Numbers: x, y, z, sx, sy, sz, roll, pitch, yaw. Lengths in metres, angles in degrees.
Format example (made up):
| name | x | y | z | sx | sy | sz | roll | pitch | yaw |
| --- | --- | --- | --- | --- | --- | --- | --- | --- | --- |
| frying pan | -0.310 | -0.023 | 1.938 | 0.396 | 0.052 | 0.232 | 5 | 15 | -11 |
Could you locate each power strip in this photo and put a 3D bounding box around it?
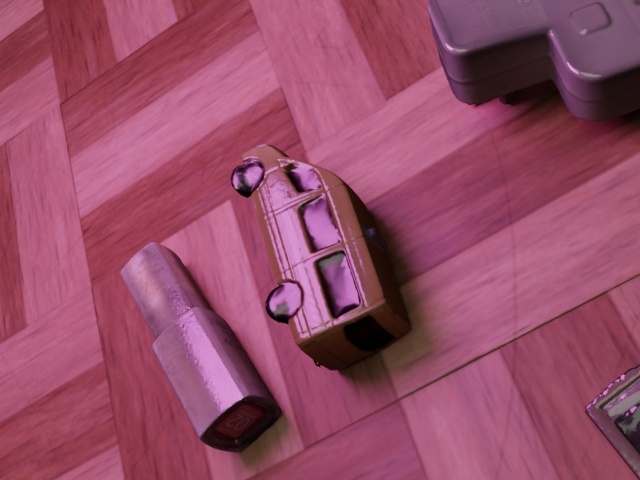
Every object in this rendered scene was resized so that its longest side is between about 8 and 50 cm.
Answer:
| name | x | y | z | sx | sy | sz | roll | pitch | yaw |
| --- | --- | --- | --- | --- | --- | --- | --- | --- | --- |
| power strip | 0.247 | -0.213 | 0.891 | 0.261 | 0.141 | 0.229 | -19 | 58 | 6 |

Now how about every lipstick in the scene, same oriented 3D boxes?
| name | x | y | z | sx | sy | sz | roll | pitch | yaw |
| --- | --- | --- | --- | --- | --- | --- | --- | --- | --- |
| lipstick | -0.139 | 0.107 | 0.982 | 0.077 | 0.079 | 0.253 | -42 | 53 | 7 |

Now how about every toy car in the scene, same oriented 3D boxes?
| name | x | y | z | sx | sy | sz | roll | pitch | yaw |
| --- | --- | --- | --- | --- | --- | --- | --- | --- | --- |
| toy car | 0.000 | 0.000 | 0.936 | 0.124 | 0.101 | 0.257 | -26 | 57 | 13 |

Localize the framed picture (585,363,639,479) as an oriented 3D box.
| name | x | y | z | sx | sy | sz | roll | pitch | yaw |
| --- | --- | --- | --- | --- | --- | --- | --- | --- | --- |
| framed picture | 0.366 | 0.124 | 0.702 | 0.265 | 0.018 | 0.192 | -41 | 51 | 8 |
